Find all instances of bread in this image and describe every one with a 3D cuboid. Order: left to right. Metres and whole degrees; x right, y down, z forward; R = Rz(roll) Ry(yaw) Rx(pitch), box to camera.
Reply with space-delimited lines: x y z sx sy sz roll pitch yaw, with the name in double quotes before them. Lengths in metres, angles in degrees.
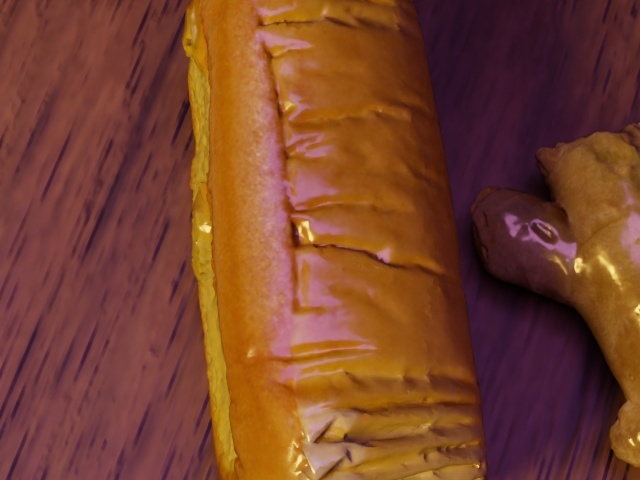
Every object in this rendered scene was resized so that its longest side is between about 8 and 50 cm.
"bread" 0.000 0.000 0.795 0.119 0.152 0.288 -3 72 -13

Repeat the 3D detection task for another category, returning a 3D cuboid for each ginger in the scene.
"ginger" 0.192 0.074 0.833 0.118 0.065 0.298 -33 76 -1
